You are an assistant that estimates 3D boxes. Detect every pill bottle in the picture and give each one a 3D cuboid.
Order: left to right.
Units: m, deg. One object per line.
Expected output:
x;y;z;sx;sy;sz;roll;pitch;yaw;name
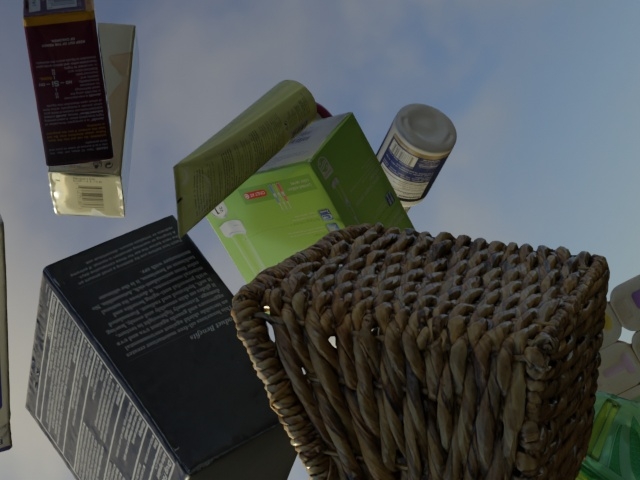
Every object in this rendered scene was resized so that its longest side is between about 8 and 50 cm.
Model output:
0.124;-0.108;2.200;0.094;0.094;0.169;-50;-9;-43;pill bottle

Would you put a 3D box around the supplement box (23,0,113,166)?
-0.289;-0.193;1.752;0.104;0.080;0.188;-108;12;-58;supplement box

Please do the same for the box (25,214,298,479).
-0.178;0.189;1.737;0.182;0.294;0.296;-24;-27;-30;box

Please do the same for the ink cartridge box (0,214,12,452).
-0.345;0.087;1.271;0.165;0.065;0.333;-15;-36;-22;ink cartridge box

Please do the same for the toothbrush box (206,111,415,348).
0.000;0.000;1.949;0.122;0.206;0.283;-50;-61;-43;toothbrush box

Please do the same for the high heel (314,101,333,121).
0.026;-0.129;2.499;0.377;0.127;0.181;76;-155;-48;high heel

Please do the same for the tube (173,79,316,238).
-0.091;-0.101;1.687;0.062;0.070;0.240;-26;14;45;tube

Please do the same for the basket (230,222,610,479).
0.077;0.120;1.128;0.299;0.223;0.214;-33;-50;-69;basket

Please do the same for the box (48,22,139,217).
-0.381;-0.207;2.596;0.148;0.121;0.311;96;176;-62;box

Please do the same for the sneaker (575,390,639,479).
0.281;0.194;1.512;0.123;0.295;0.109;-41;-12;5;sneaker

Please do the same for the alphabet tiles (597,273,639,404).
0.397;0.186;1.794;0.278;0.284;0.021;-27;4;12;alphabet tiles
